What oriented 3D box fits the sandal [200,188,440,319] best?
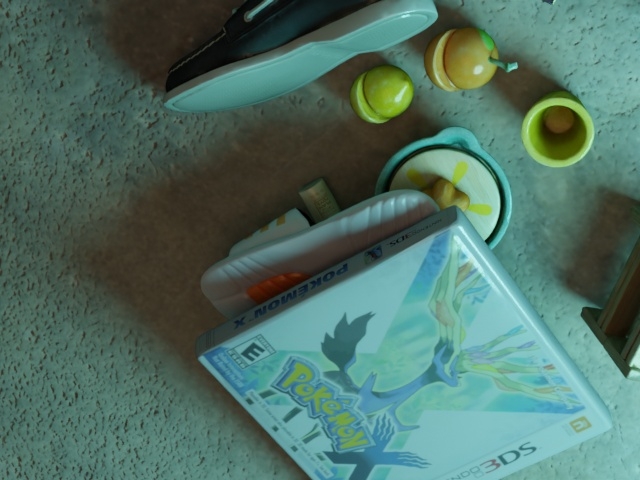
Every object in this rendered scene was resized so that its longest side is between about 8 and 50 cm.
[{"bbox_3d":[0.006,0.007,1.624,0.265,0.076,0.102,-24,121,24],"label":"sandal"}]

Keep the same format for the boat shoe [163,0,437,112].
[{"bbox_3d":[-0.028,-0.204,1.575,0.302,0.114,0.091,-18,78,25],"label":"boat shoe"}]

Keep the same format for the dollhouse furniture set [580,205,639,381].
[{"bbox_3d":[0.376,0.068,1.603,0.183,0.129,0.129,14,113,-22],"label":"dollhouse furniture set"}]

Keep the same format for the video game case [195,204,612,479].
[{"bbox_3d":[0.088,0.144,1.649,0.300,0.036,0.329,-28,124,18],"label":"video game case"}]

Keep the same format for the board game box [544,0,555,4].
[{"bbox_3d":[0.224,-0.294,1.457,0.048,0.170,0.141,28,112,1],"label":"board game box"}]

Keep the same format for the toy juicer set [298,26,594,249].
[{"bbox_3d":[0.092,-0.062,1.607,0.209,0.089,0.329,40,112,-6],"label":"toy juicer set"}]
